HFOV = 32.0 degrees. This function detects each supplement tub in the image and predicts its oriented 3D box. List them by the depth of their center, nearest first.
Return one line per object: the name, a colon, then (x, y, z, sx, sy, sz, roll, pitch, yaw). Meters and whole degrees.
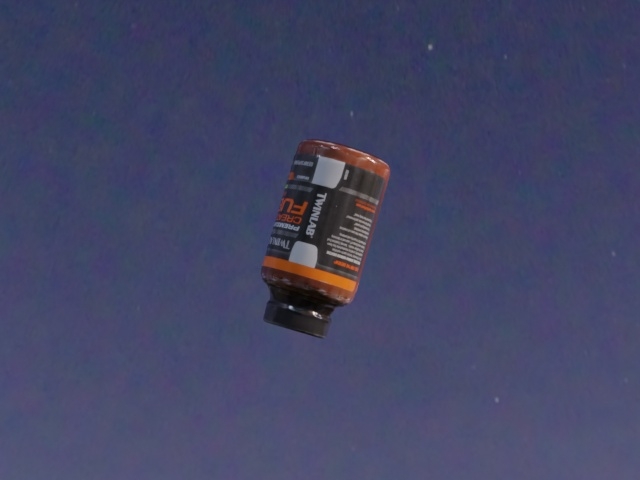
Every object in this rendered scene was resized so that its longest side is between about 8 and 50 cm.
supplement tub: (0.000, 0.000, 1.175, 0.106, 0.106, 0.198, 17, -95, -13)
